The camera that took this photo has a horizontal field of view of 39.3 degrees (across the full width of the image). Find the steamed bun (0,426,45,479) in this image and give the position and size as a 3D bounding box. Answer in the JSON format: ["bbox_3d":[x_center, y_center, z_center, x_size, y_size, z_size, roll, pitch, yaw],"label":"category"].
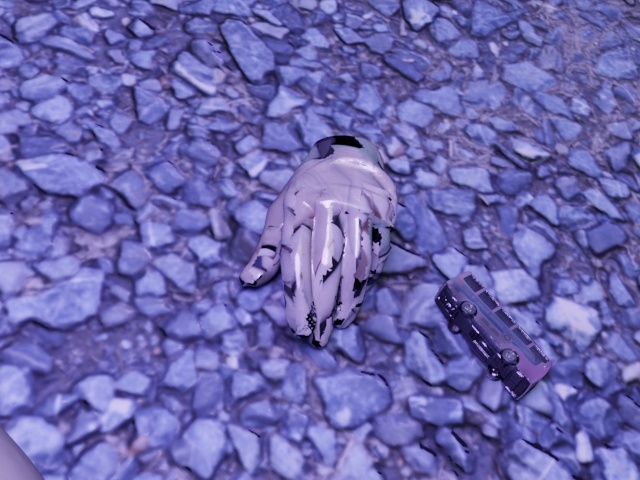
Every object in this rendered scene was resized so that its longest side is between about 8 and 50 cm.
[{"bbox_3d":[-0.306,0.201,0.459,0.373,0.334,0.334,34,52,9],"label":"steamed bun"}]

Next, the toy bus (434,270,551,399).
[{"bbox_3d":[0.167,0.090,0.872,0.052,0.037,0.131,-23,63,-36],"label":"toy bus"}]

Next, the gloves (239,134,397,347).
[{"bbox_3d":[0.005,-0.005,0.848,0.127,0.111,0.212,20,43,-9],"label":"gloves"}]
